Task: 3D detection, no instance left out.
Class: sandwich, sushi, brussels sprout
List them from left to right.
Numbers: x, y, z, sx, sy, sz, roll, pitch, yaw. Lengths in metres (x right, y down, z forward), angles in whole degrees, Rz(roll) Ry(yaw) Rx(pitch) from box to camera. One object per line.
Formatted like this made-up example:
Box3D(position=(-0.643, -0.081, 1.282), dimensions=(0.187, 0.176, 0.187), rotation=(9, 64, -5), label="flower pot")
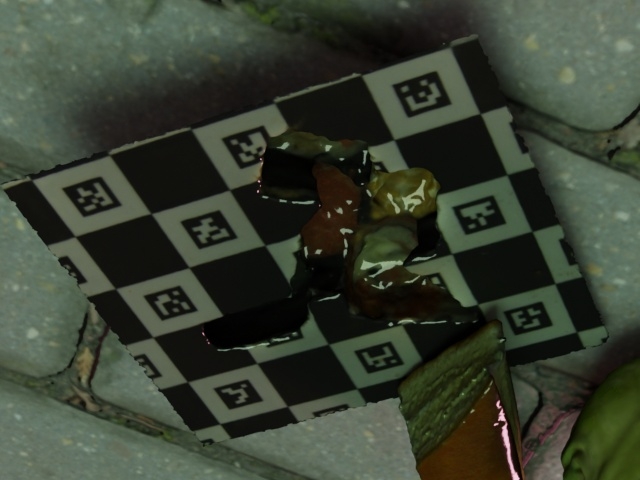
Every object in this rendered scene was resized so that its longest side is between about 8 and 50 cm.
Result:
Box3D(position=(0.000, 0.000, 1.129), dimensions=(0.359, 0.064, 0.343), rotation=(-17, 135, 15), label="sushi")
Box3D(position=(0.120, 0.168, 1.199), dimensions=(0.096, 0.094, 0.258), rotation=(-13, 136, 5), label="sandwich")
Box3D(position=(0.297, 0.179, 1.174), dimensions=(0.223, 0.161, 0.223), rotation=(-6, 146, -4), label="brussels sprout")
